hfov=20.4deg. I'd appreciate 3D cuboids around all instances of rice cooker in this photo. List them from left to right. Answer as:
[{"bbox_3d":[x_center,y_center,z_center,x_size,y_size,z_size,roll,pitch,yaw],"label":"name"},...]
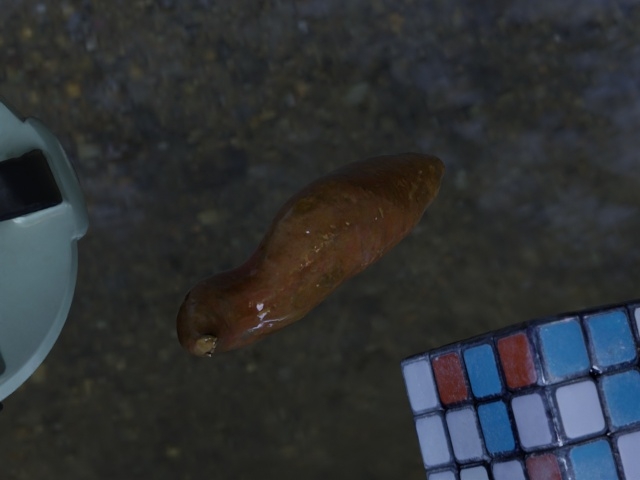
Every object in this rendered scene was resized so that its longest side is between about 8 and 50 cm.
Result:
[{"bbox_3d":[-0.256,0.015,0.999,0.226,0.226,0.244,10,160,-26],"label":"rice cooker"}]

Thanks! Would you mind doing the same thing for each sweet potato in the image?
[{"bbox_3d":[-0.001,0.000,0.894,0.202,0.055,0.058,-35,114,-34],"label":"sweet potato"}]

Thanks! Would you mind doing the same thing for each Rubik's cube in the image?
[{"bbox_3d":[0.100,0.075,0.683,0.092,0.092,0.092,-10,174,-31],"label":"Rubik's cube"}]
